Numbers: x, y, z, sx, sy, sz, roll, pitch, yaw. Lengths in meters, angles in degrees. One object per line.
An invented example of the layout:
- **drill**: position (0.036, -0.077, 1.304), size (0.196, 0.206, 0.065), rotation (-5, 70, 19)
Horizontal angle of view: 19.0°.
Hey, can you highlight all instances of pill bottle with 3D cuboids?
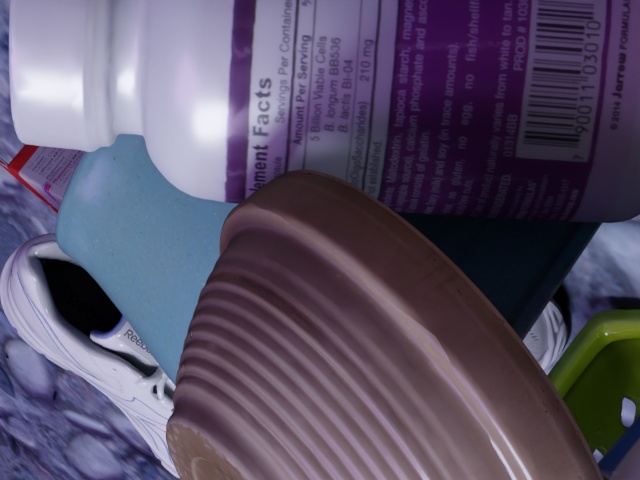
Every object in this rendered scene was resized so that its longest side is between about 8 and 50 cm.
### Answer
- **pill bottle**: position (0.010, -0.099, 0.908), size (0.302, 0.169, 0.169), rotation (4, 147, -1)

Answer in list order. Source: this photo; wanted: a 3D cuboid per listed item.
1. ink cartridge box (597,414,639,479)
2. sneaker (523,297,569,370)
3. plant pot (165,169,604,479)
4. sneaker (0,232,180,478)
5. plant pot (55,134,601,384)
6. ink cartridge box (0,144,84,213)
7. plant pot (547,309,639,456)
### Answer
- **ink cartridge box**: position (0.309, 0.172, 0.906), size (0.166, 0.285, 0.395), rotation (20, 144, 42)
- **sneaker**: position (0.084, 0.100, 1.311), size (0.099, 0.121, 0.262), rotation (39, 153, 12)
- **plant pot**: position (0.011, 0.096, 0.837), size (0.237, 0.110, 0.237), rotation (44, 159, 22)
- **sneaker**: position (-0.112, 0.098, 1.387), size (0.297, 0.111, 0.129), rotation (33, 170, 1)
- **plant pot**: position (0.000, 0.000, 1.086), size (0.255, 0.271, 0.271), rotation (34, 152, 6)
- **ink cartridge box**: position (-0.142, -0.029, 1.438), size (0.134, 0.078, 0.231), rotation (44, 170, -37)
- **plant pot**: position (0.234, 0.194, 1.127), size (0.227, 0.228, 0.207), rotation (5, 138, 52)
